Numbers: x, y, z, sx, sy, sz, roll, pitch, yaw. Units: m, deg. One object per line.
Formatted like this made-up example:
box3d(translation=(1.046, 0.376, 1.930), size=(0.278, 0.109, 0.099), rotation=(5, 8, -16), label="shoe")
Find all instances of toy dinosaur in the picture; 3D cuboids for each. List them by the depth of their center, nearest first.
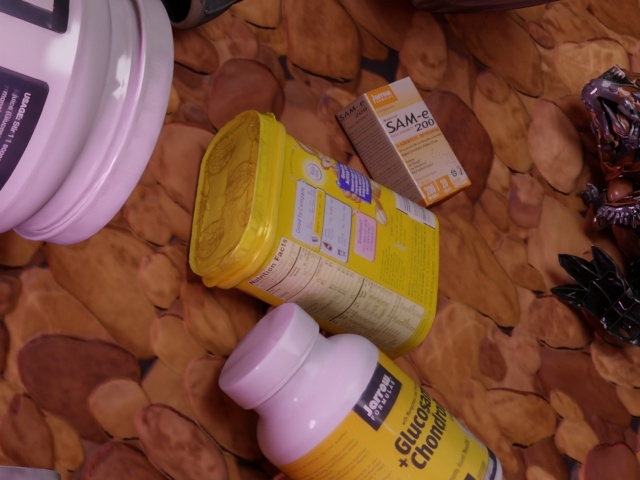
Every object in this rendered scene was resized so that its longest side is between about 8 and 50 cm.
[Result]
box3d(translation=(0.319, -0.001, 1.567), size=(0.322, 0.164, 0.218), rotation=(39, 24, 12), label="toy dinosaur")

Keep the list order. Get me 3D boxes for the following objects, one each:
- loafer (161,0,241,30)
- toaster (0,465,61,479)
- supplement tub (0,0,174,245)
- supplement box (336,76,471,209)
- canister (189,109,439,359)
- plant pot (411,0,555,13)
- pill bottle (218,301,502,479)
box3d(translation=(-0.112, -0.274, 1.314), size=(0.084, 0.096, 0.267), rotation=(-50, 129, -44), label="loafer")
box3d(translation=(-0.213, 0.204, 0.982), size=(0.185, 0.110, 0.168), rotation=(10, 58, -38), label="toaster")
box3d(translation=(-0.242, -0.111, 1.085), size=(0.272, 0.191, 0.191), rotation=(19, 54, -34), label="supplement tub")
box3d(translation=(0.064, -0.070, 1.449), size=(0.062, 0.036, 0.098), rotation=(-26, 84, -48), label="supplement box")
box3d(translation=(0.000, 0.000, 1.324), size=(0.170, 0.073, 0.126), rotation=(27, 50, -29), label="canister")
box3d(translation=(0.149, -0.339, 1.525), size=(0.323, 0.323, 0.280), rotation=(-6, 86, -44), label="plant pot")
box3d(translation=(0.024, 0.127, 1.246), size=(0.184, 0.103, 0.103), rotation=(42, 45, -15), label="pill bottle")
